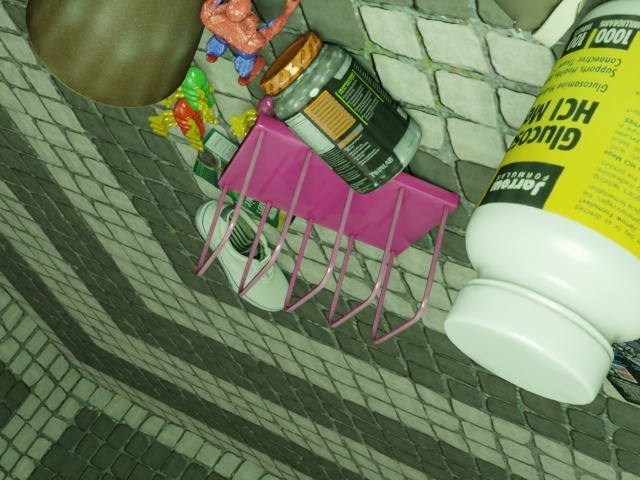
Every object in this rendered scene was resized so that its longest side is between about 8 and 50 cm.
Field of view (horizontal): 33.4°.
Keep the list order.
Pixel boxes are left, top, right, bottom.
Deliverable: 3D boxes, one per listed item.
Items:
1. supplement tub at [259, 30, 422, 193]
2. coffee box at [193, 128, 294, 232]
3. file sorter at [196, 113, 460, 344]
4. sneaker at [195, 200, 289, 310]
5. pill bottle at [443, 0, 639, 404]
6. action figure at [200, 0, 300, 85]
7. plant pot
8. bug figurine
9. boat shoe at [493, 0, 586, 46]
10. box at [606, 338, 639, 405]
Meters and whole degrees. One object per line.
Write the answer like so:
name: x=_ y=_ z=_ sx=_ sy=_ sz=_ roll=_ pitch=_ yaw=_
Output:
supplement tub: x=0.023 y=-0.157 z=1.308 sx=0.190 sy=0.117 sz=0.117 roll=44 pitch=155 yaw=-18
coffee box: x=-0.114 y=-0.093 z=1.704 sx=0.184 sy=0.040 sz=0.113 roll=35 pitch=156 yaw=0
file sorter: x=0.000 y=0.000 z=1.443 sx=0.290 sy=0.182 sz=0.202 roll=21 pitch=155 yaw=-12
sneaker: x=-0.124 y=0.037 z=1.895 sx=0.091 sy=0.094 sz=0.258 roll=11 pitch=146 yaw=51
pill bottle: x=0.247 y=-0.033 z=0.949 sx=0.188 sy=0.334 sz=0.188 roll=28 pitch=164 yaw=9
action figure: x=-0.082 y=-0.276 z=1.280 sx=0.091 sy=0.139 sz=0.280 roll=33 pitch=179 yaw=-4
plant pot: x=-0.214 y=-0.308 z=1.265 sx=0.215 sy=0.215 sz=0.230 roll=38 pitch=142 yaw=-7
bug figurine: x=-0.117 y=-0.163 z=1.534 sx=0.279 sy=0.072 sz=0.216 roll=24 pitch=161 yaw=12
boat shoe: x=0.212 y=-0.269 z=0.858 sx=0.096 sy=0.116 sz=0.324 roll=32 pitch=162 yaw=0
box: x=0.418 y=0.123 z=1.310 sx=0.293 sy=0.073 sz=0.295 roll=47 pitch=165 yaw=-24
